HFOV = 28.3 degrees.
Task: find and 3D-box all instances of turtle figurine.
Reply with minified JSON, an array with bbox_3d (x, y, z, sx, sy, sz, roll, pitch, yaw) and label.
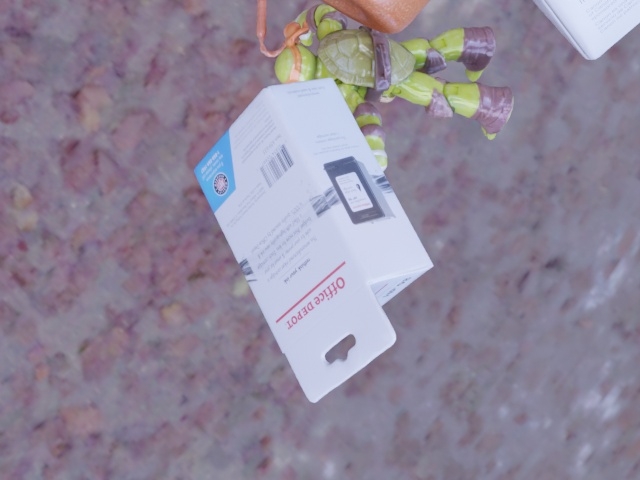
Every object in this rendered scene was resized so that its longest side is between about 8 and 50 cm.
[{"bbox_3d":[0.048,-0.156,1.103,0.217,0.269,0.087,0,132,-18],"label":"turtle figurine"}]

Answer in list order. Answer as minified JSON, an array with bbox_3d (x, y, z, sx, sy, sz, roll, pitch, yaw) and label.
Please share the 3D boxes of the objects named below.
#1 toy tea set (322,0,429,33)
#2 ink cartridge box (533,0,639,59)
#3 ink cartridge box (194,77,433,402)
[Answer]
[{"bbox_3d":[-0.057,-0.201,0.432,0.336,0.200,0.124,31,93,-41],"label":"toy tea set"},{"bbox_3d":[0.173,-0.282,0.815,0.207,0.117,0.283,-40,139,11],"label":"ink cartridge box"},{"bbox_3d":[0.000,0.000,0.815,0.060,0.180,0.104,-14,161,-42],"label":"ink cartridge box"}]
